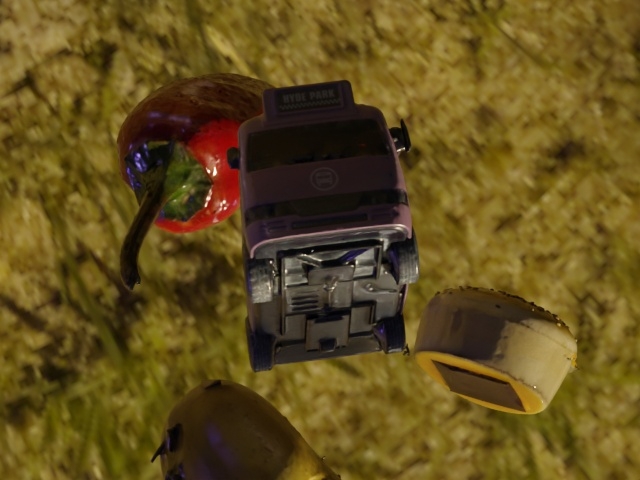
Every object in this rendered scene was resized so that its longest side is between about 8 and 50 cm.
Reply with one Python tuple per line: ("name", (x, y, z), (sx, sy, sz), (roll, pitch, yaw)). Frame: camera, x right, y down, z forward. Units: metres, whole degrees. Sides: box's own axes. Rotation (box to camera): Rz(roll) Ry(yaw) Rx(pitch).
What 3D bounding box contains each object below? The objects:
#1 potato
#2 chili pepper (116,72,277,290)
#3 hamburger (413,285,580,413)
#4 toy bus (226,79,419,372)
("potato", (-0.028, 0.253, 1.471), (0.140, 0.300, 0.173), (-35, 174, -33))
("chili pepper", (-0.116, -0.078, 1.580), (0.134, 0.338, 0.131), (40, 110, 5))
("hamburger", (0.140, 0.083, 1.396), (0.141, 0.126, 0.081), (42, 65, -40))
("toy bus", (0.000, 0.000, 0.988), (0.096, 0.108, 0.199), (-7, 157, -4))
